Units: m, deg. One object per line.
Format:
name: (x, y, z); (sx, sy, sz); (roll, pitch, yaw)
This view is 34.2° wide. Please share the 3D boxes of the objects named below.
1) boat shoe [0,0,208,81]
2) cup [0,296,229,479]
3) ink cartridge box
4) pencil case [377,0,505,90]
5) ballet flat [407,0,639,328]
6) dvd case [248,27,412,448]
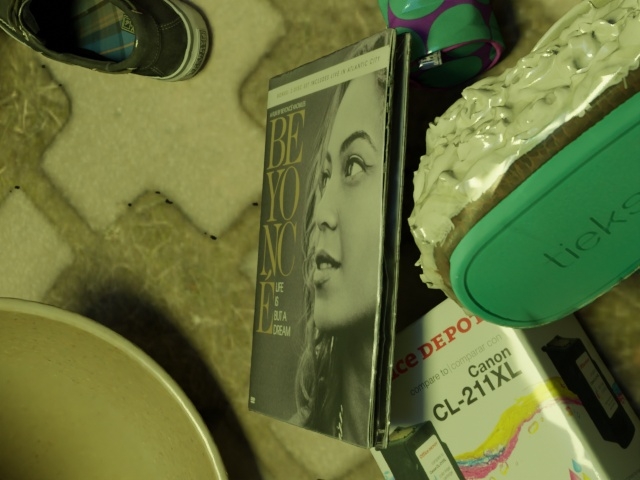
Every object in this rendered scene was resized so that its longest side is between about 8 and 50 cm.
boat shoe: (-0.187, -0.164, 0.767); (0.228, 0.076, 0.080); (26, 110, 32)
cup: (-0.247, 0.236, 0.738); (0.331, 0.331, 0.237); (63, 151, 13)
ink cartridge box: (0.105, 0.118, 0.580); (0.127, 0.072, 0.175); (-40, 72, 34)
pencil case: (0.051, -0.164, 0.596); (0.070, 0.064, 0.152); (-18, 83, 12)
ballet flat: (0.198, -0.110, 0.448); (0.408, 0.147, 0.147); (-33, 75, 25)
dvd case: (0.000, 0.000, 0.615); (0.164, 0.018, 0.221); (-3, 82, 64)
